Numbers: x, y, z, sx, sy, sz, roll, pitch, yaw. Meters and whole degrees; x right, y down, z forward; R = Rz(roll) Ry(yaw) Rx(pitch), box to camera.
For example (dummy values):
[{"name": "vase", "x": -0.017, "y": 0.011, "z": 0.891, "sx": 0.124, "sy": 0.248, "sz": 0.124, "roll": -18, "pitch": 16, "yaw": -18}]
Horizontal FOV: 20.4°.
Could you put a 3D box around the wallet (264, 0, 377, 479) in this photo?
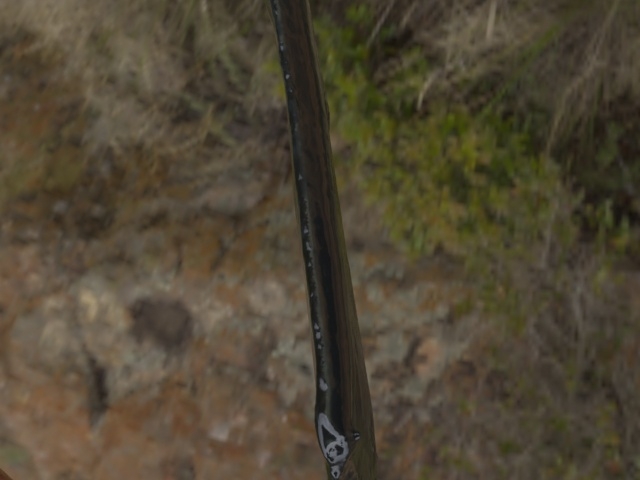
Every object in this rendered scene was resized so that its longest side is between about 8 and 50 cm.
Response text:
[{"name": "wallet", "x": -0.001, "y": 0.000, "z": 0.847, "sx": 0.030, "sy": 0.285, "sz": 0.146, "roll": -9, "pitch": 149, "yaw": 5}]

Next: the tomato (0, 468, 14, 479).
[{"name": "tomato", "x": -0.213, "y": 0.164, "z": 0.454, "sx": 0.341, "sy": 0.273, "sz": 0.341, "roll": -1, "pitch": 87, "yaw": 19}]
